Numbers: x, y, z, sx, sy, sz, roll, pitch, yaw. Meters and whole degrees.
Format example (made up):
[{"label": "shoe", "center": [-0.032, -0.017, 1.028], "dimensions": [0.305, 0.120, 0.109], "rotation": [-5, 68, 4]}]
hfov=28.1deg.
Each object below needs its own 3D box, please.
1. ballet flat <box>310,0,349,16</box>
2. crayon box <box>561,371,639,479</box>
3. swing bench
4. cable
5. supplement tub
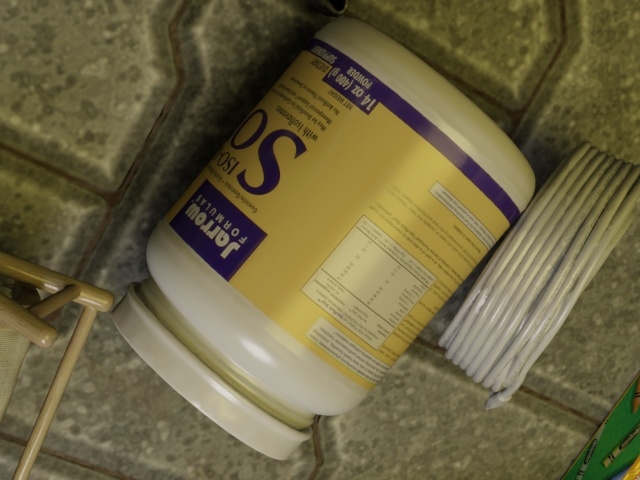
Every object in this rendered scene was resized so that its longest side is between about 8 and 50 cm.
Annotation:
[{"label": "ballet flat", "center": [0.005, -0.283, 1.126], "dimensions": [0.057, 0.049, 0.173], "rotation": [-18, 114, -16]}, {"label": "crayon box", "center": [0.388, 0.268, 1.461], "dimensions": [0.165, 0.081, 0.278], "rotation": [33, 94, -28]}, {"label": "swing bench", "center": [-0.349, 0.115, 1.053], "dimensions": [0.254, 0.165, 0.253], "rotation": [25, 101, 5]}, {"label": "cable", "center": [0.214, 0.025, 1.222], "dimensions": [0.089, 0.257, 0.257], "rotation": [34, 75, 11]}, {"label": "supplement tub", "center": [0.000, 0.000, 1.119], "dimensions": [0.241, 0.241, 0.331], "rotation": [40, 91, -28]}]
